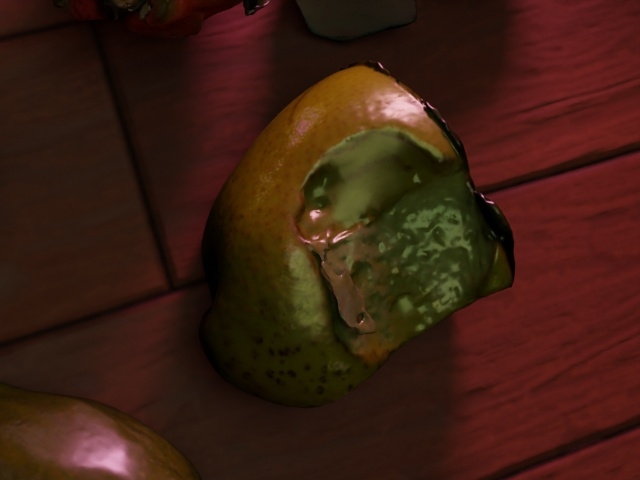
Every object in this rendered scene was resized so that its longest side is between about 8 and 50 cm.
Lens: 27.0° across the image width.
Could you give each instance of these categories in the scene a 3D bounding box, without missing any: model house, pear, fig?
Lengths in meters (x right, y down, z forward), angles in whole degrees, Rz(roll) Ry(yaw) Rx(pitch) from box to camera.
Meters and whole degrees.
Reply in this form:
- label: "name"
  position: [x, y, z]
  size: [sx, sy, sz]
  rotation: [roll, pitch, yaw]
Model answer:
- label: "model house"
  position: [0.028, -0.246, 1.197]
  size: [0.101, 0.088, 0.100]
  rotation: [-13, 59, 14]
- label: "pear"
  position: [0.000, 0.000, 1.112]
  size: [0.255, 0.164, 0.238]
  rotation: [-31, 94, -16]
- label: "fig"
  position: [-0.192, 0.195, 1.030]
  size: [0.167, 0.167, 0.233]
  rotation: [-44, 104, -17]

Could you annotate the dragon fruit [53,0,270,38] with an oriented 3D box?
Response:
- label: "dragon fruit"
  position: [-0.121, -0.273, 1.086]
  size: [0.224, 0.224, 0.227]
  rotation: [8, 85, -15]
